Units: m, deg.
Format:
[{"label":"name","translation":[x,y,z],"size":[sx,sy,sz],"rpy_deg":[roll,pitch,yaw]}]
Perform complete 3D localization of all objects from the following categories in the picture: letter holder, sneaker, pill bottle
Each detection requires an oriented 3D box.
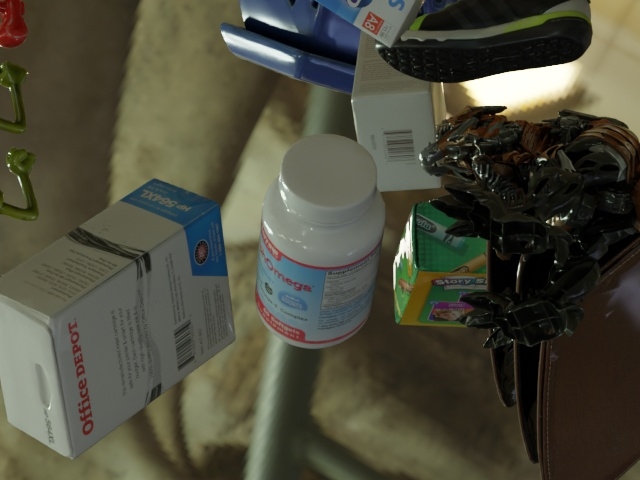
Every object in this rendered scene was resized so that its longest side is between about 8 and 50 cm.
[{"label":"letter holder","translation":[0.225,0.089,1.762],"size":[0.214,0.302,0.152],"rpy_deg":[-38,-129,-27]},{"label":"sneaker","translation":[0.174,-0.227,1.968],"size":[0.234,0.097,0.084],"rpy_deg":[-3,155,15]},{"label":"pill bottle","translation":[0.000,0.000,1.339],"size":[0.087,0.160,0.087],"rpy_deg":[2,-127,-3]}]

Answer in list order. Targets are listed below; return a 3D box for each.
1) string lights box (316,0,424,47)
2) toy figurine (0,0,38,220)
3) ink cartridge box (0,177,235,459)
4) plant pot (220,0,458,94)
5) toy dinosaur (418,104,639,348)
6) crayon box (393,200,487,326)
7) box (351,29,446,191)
[{"label":"string lights box","translation":[-0.004,-0.309,1.757],"size":[0.259,0.133,0.077],"rpy_deg":[33,-147,5]},{"label":"toy figurine","translation":[-0.359,-0.144,1.439],"size":[0.191,0.217,0.363],"rpy_deg":[1,-109,-41]},{"label":"ink cartridge box","translation":[-0.173,0.062,1.588],"size":[0.086,0.148,0.203],"rpy_deg":[23,-138,34]},{"label":"plant pot","translation":[0.022,-0.305,2.463],"size":[0.236,0.212,0.236],"rpy_deg":[13,-172,-38]},{"label":"toy dinosaur","translation":[0.206,-0.039,1.560],"size":[0.218,0.164,0.322],"rpy_deg":[-43,-158,-31]},{"label":"crayon box","translation":[0.225,0.030,2.012],"size":[0.278,0.165,0.081],"rpy_deg":[2,-113,-5]},{"label":"box","translation":[0.092,-0.155,2.183],"size":[0.091,0.130,0.170],"rpy_deg":[-4,-147,9]}]
